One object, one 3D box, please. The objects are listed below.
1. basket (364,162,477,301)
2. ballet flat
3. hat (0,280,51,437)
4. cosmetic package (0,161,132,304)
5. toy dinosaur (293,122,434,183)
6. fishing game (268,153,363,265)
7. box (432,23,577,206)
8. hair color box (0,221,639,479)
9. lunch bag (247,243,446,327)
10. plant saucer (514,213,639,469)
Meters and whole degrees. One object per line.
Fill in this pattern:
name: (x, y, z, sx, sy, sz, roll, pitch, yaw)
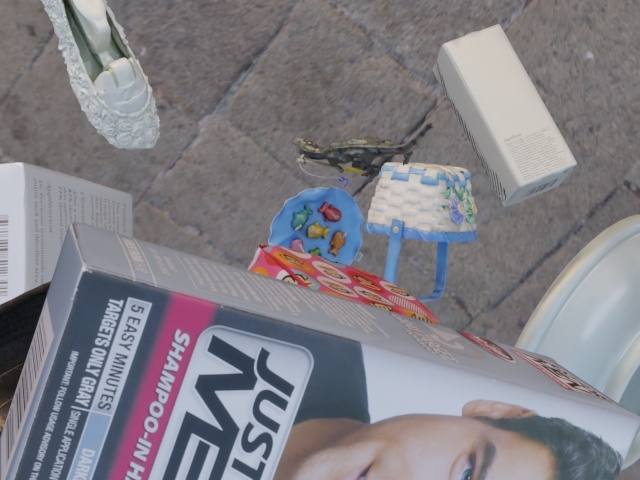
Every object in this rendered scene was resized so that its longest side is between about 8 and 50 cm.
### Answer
basket: (0.201, -0.010, 1.830, 0.201, 0.255, 0.289, 13, 102, 28)
ballet flat: (-0.423, -0.359, 1.739, 0.147, 0.147, 0.409, -23, 99, 21)
hat: (-0.212, 0.184, 0.772, 0.134, 0.331, 0.331, 25, 117, 24)
cosmetic package: (-0.585, 0.055, 1.718, 0.327, 0.394, 0.329, -4, 82, 16)
toy dinosaur: (0.084, -0.141, 1.455, 0.268, 0.118, 0.064, -4, 74, 34)
fishing game: (0.000, 0.000, 1.515, 0.189, 0.041, 0.264, 12, 99, -35)
box: (0.295, -0.204, 1.479, 0.113, 0.094, 0.275, -20, 74, -11)
hair color box: (-0.001, 0.136, 0.581, 0.374, 0.113, 0.185, 17, 97, -22)
lunch bag: (0.027, 0.099, 1.315, 0.293, 0.258, 0.120, 18, 105, -38)
plant saucer: (0.366, 0.169, 1.117, 0.100, 0.400, 0.400, 31, 122, 40)
